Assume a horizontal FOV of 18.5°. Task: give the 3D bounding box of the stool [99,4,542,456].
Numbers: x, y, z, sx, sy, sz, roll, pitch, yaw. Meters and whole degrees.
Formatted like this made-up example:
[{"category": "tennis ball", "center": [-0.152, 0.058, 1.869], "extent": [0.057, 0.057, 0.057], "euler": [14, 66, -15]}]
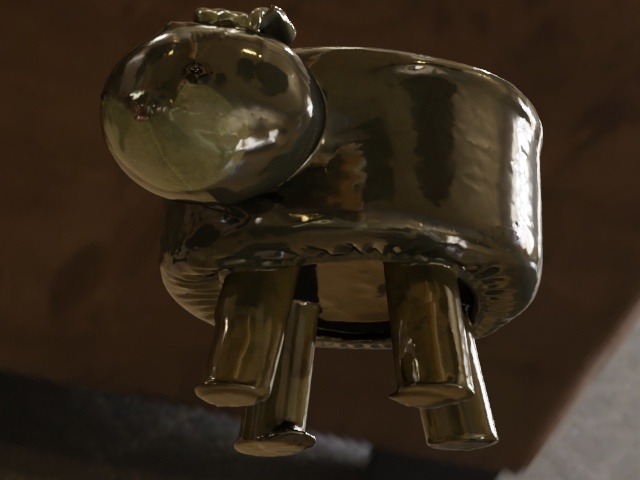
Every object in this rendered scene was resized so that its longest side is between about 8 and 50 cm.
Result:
[{"category": "stool", "center": [-0.007, 0.002, 0.774], "extent": [0.228, 0.153, 0.139], "euler": [16, 65, -35]}]
